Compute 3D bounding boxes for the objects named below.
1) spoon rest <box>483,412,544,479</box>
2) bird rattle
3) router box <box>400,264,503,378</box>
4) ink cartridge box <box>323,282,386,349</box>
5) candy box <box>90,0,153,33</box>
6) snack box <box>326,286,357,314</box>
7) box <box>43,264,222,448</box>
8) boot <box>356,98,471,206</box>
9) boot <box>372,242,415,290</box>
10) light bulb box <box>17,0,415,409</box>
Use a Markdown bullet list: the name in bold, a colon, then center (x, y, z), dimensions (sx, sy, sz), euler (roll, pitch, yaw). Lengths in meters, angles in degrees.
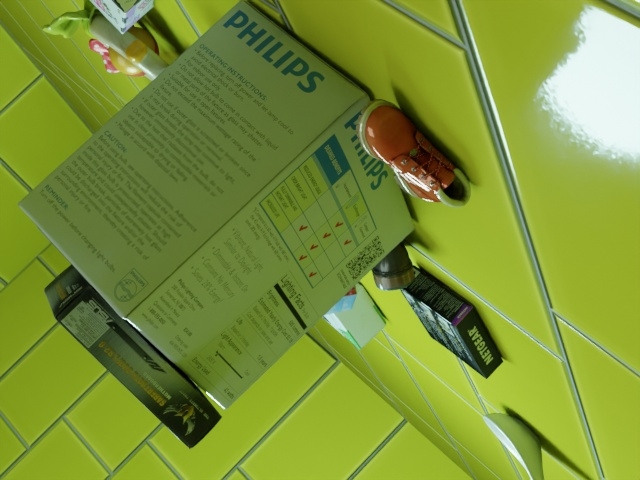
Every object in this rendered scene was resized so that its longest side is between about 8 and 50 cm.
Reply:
- **spoon rest**: center (0.396, 0.411, 2.025), dimensions (0.276, 0.084, 0.137), euler (37, 168, 37)
- **bird rattle**: center (-0.330, -0.316, 1.826), dimensions (0.207, 0.143, 0.253), euler (39, 171, 24)
- **router box**: center (0.202, 0.128, 1.725), dimensions (0.133, 0.046, 0.179), euler (37, 169, 39)
- **ink cartridge box**: center (0.024, 0.115, 2.350), dimensions (0.208, 0.087, 0.153), euler (38, 168, 43)
- **candy box**: center (-0.329, -0.407, 1.614), dimensions (0.196, 0.070, 0.165), euler (47, 171, -8)
- **snack box**: center (0.000, 0.000, 1.673), dimensions (0.174, 0.070, 0.207), euler (94, 165, -78)
- **box**: center (-0.234, 0.136, 1.357), dimensions (0.231, 0.056, 0.183), euler (48, 171, -18)
- **boot**: center (0.102, -0.090, 1.167), dimensions (0.085, 0.059, 0.158), euler (31, 172, 46)
- **boot**: center (0.080, -0.014, 1.636), dimensions (0.219, 0.082, 0.106), euler (-132, 27, -65)
- **light bulb box**: center (-0.107, -0.031, 1.378), dimensions (0.225, 0.361, 0.358), euler (42, 171, 27)
